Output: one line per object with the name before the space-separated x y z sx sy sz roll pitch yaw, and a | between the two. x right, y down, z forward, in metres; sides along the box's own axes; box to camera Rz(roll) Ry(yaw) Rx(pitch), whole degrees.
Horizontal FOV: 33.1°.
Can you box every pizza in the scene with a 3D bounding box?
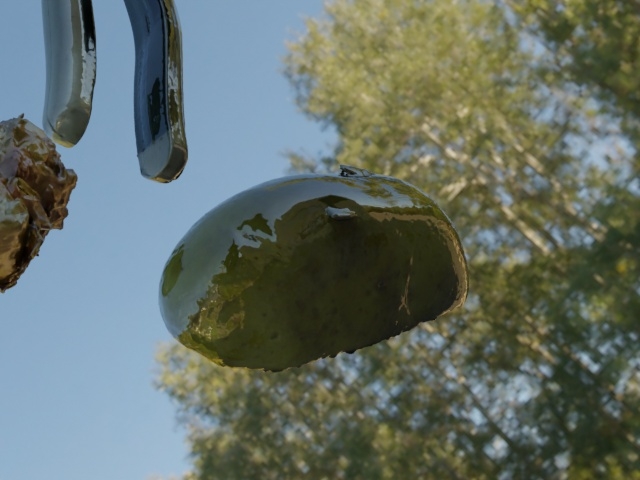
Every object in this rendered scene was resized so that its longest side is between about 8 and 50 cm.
pizza | -0.272 -0.030 0.974 0.305 0.086 0.161 -154 86 -78

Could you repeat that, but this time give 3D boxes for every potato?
potato | 0.000 0.000 0.859 0.272 0.160 0.111 -15 -45 -31

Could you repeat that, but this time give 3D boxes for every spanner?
spanner | -0.129 -0.177 0.667 0.096 0.324 0.040 22 -44 -39
